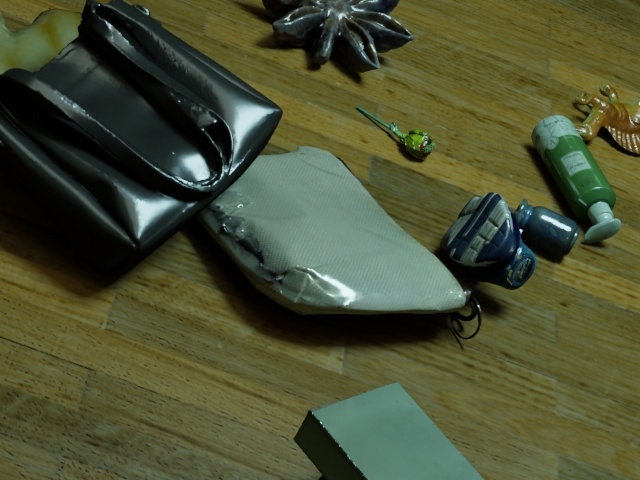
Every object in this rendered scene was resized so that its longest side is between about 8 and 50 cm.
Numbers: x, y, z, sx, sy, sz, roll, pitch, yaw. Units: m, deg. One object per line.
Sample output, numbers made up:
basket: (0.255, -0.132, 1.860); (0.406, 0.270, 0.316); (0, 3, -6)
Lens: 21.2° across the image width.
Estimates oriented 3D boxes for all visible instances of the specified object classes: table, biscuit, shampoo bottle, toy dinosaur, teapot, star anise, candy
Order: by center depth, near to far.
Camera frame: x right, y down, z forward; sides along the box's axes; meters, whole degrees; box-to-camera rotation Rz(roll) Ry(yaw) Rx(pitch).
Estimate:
table: (0.083, 0.262, 1.572); (0.121, 0.111, 0.240); (-13, 50, -42)
biscuit: (-0.331, -0.180, 1.935); (0.236, 0.062, 0.291); (7, 40, -27)
teapot: (0.273, -0.009, 2.116); (0.083, 0.064, 0.049); (25, 3, 3)
candy: (0.095, -0.144, 2.192); (0.123, 0.035, 0.035); (34, 2, 27)
shampoo bottle: (0.337, -0.078, 2.230); (0.065, 0.065, 0.204); (6, 39, -26)
star anise: (0.030, -0.306, 2.313); (0.262, 0.081, 0.230); (-18, 53, -32)
toy dinosaur: (0.443, -0.169, 2.421); (0.212, 0.057, 0.142); (18, 46, -9)

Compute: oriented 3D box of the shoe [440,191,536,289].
shoe: (0.203, 0.006, 1.959); (0.106, 0.091, 0.207); (36, 1, -1)

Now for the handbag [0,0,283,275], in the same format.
handbag: (-0.208, -0.126, 1.818); (0.257, 0.113, 0.285); (42, 51, 3)

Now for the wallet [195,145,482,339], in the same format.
wallet: (0.002, -0.003, 1.919); (0.274, 0.068, 0.335); (-1, 36, -39)
